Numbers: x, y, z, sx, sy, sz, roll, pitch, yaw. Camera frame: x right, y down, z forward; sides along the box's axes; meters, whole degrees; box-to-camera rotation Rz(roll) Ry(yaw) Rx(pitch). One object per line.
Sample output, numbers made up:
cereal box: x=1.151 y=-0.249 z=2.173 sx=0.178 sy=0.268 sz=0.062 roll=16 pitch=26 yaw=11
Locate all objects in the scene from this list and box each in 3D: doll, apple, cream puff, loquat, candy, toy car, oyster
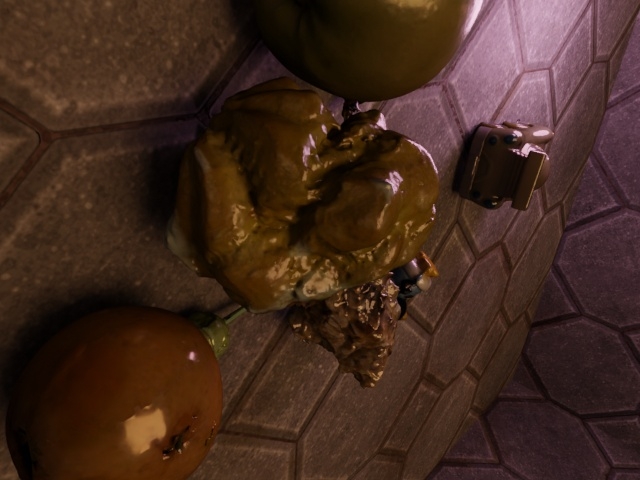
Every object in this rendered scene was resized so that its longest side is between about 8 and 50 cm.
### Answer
doll: x=0.130 y=0.148 z=1.051 sx=0.314 sy=0.141 sz=0.177 roll=-40 pitch=-175 yaw=14
apple: x=0.043 y=-0.316 z=0.617 sx=0.258 sy=0.295 sz=0.233 roll=-30 pitch=161 yaw=-36
cream puff: x=-0.029 y=-0.079 z=0.636 sx=0.378 sy=0.378 sz=0.275 roll=-27 pitch=107 yaw=-38
loquat: x=-0.259 y=0.216 z=0.608 sx=0.263 sy=0.263 sz=0.263 roll=-28 pitch=131 yaw=-37
candy: x=-0.130 y=0.118 z=0.848 sx=0.336 sy=0.092 sz=0.093 roll=-34 pitch=130 yaw=-45
toy car: x=0.580 y=-0.218 z=1.342 sx=0.336 sy=0.226 sz=0.242 roll=-14 pitch=121 yaw=-43
oyster: x=0.048 y=0.150 z=0.885 sx=0.238 sy=0.114 sz=0.351 roll=-18 pitch=118 yaw=3

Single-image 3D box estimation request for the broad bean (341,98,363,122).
broad bean: x=0.116 y=-0.363 z=0.842 sx=0.339 sy=0.061 sz=0.077 roll=-58 pitch=150 yaw=-5
